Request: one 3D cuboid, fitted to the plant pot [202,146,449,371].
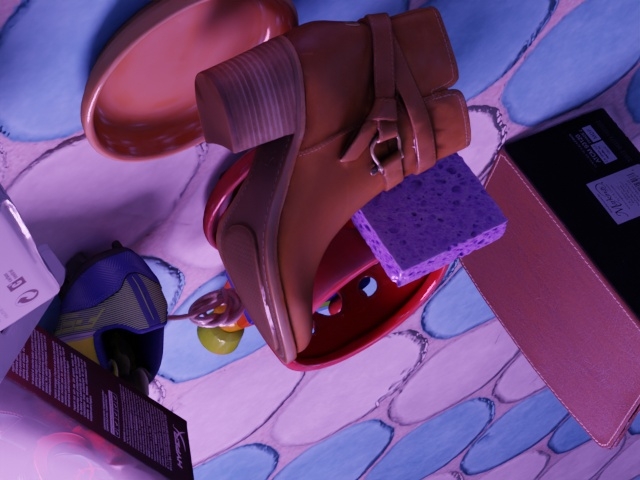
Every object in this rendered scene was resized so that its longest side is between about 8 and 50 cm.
[{"bbox_3d":[0.000,0.000,1.845,0.191,0.174,0.191,-29,154,-15],"label":"plant pot"}]

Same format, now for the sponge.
[{"bbox_3d":[0.063,-0.067,1.761,0.117,0.210,0.031,-24,155,-23],"label":"sponge"}]

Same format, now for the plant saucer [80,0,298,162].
[{"bbox_3d":[-0.110,-0.143,1.608,0.200,0.037,0.200,-29,154,-15],"label":"plant saucer"}]

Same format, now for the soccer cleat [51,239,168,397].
[{"bbox_3d":[-0.207,0.122,1.859,0.093,0.121,0.289,-21,152,-31],"label":"soccer cleat"}]

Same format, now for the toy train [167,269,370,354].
[{"bbox_3d":[-0.083,0.070,1.973,0.248,0.105,0.143,-16,163,-37],"label":"toy train"}]

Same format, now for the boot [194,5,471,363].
[{"bbox_3d":[0.021,-0.051,1.665,0.220,0.109,0.283,-19,111,-22],"label":"boot"}]

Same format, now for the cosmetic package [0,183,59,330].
[{"bbox_3d":[-0.401,0.035,1.339,0.385,0.217,0.156,-34,155,-8],"label":"cosmetic package"}]

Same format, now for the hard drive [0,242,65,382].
[{"bbox_3d":[-0.352,0.117,1.508,0.308,0.040,0.203,-23,-159,24],"label":"hard drive"}]

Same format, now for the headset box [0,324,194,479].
[{"bbox_3d":[-0.291,0.188,1.752,0.218,0.110,0.293,-42,121,18],"label":"headset box"}]

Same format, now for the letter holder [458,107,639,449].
[{"bbox_3d":[0.308,0.048,2.181,0.152,0.302,0.214,-22,153,-29],"label":"letter holder"}]
